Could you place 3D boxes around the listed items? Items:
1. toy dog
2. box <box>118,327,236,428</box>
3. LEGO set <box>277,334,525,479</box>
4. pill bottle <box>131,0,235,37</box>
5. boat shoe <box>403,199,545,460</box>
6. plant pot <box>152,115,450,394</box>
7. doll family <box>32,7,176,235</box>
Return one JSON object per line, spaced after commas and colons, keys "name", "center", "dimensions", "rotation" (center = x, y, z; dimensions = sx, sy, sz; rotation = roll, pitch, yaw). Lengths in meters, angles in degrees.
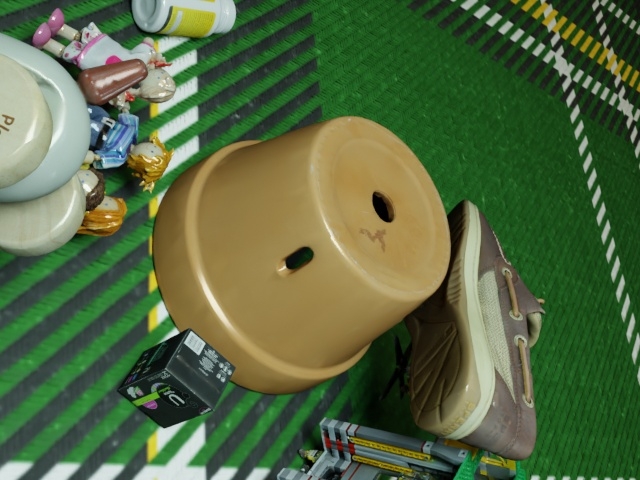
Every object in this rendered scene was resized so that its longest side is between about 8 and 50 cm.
{"name": "toy dog", "center": [-0.254, -0.151, 0.520], "dimensions": [0.161, 0.220, 0.333], "rotation": [-42, 104, -19]}
{"name": "box", "center": [-0.132, 0.128, 0.697], "dimensions": [0.062, 0.083, 0.052], "rotation": [45, 43, -18]}
{"name": "LEGO set", "center": [0.086, 0.268, 0.817], "dimensions": [0.331, 0.192, 0.254], "rotation": [-49, 135, -45]}
{"name": "pill bottle", "center": [-0.160, -0.276, 0.901], "dimensions": [0.116, 0.065, 0.065], "rotation": [-8, 75, -47]}
{"name": "boat shoe", "center": [0.171, 0.085, 0.800], "dimensions": [0.123, 0.123, 0.342], "rotation": [28, 31, -12]}
{"name": "plant pot", "center": [0.000, 0.000, 0.811], "dimensions": [0.291, 0.203, 0.290], "rotation": [24, 53, -36]}
{"name": "doll family", "center": [-0.228, -0.092, 0.711], "dimensions": [0.163, 0.118, 0.263], "rotation": [28, 44, -10]}
